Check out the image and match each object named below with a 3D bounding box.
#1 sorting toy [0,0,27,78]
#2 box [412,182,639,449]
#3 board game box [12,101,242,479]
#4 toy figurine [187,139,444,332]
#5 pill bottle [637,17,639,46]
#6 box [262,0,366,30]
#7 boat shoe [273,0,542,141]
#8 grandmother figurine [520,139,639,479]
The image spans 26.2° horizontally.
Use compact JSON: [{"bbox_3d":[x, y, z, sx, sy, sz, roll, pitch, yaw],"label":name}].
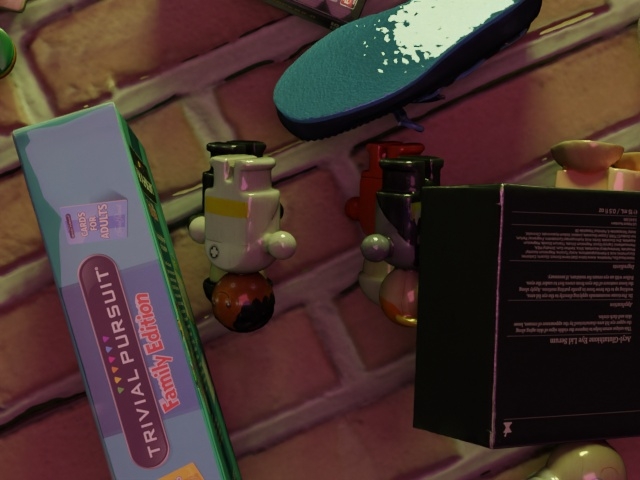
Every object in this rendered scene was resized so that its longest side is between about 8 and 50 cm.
[{"bbox_3d":[-0.298,-0.280,1.180,0.132,0.046,0.274,13,87,-2],"label":"sorting toy"},{"bbox_3d":[0.204,0.053,1.038,0.261,0.103,0.184,2,89,-32],"label":"box"},{"bbox_3d":[-0.138,0.080,1.069,0.079,0.254,0.336,-17,88,-4],"label":"board game box"},{"bbox_3d":[0.000,0.000,1.104,0.213,0.209,0.148,0,99,-6],"label":"toy figurine"},{"bbox_3d":[0.359,-0.189,1.194,0.152,0.086,0.086,-18,88,-5],"label":"pill bottle"},{"bbox_3d":[-0.012,-0.318,1.194,0.183,0.056,0.231,23,86,-3],"label":"box"},{"bbox_3d":[0.085,-0.145,1.166,0.258,0.089,0.109,-25,58,-8],"label":"boat shoe"},{"bbox_3d":[0.229,0.092,1.165,0.208,0.104,0.342,5,86,-9],"label":"grandmother figurine"}]
